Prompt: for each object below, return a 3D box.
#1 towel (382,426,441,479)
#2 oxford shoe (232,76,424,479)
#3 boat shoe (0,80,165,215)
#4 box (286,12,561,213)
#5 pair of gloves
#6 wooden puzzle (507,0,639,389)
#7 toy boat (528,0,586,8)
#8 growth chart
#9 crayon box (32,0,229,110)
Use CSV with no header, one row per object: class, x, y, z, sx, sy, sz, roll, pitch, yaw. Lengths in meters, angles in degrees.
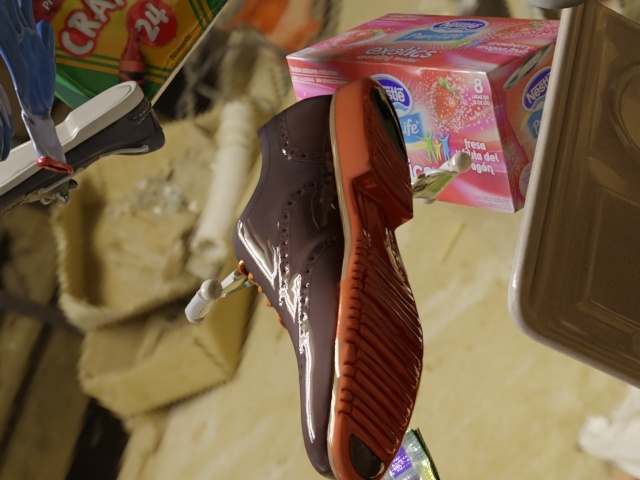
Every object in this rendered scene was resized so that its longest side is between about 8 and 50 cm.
towel,0.068,0.209,1.403,0.083,0.009,0.060,-38,67,36
oxford shoe,0.001,0.029,0.951,0.098,0.097,0.271,-14,51,21
boat shoe,-0.225,-0.054,1.340,0.206,0.065,0.075,-33,26,4
box,0.125,-0.135,1.572,0.154,0.142,0.300,-27,24,-32
pair of gloves,-0.214,-0.123,1.060,0.023,0.159,0.198,-16,-5,11
wooden puzzle,0.293,0.005,1.204,0.080,0.347,0.322,-42,26,50
toy boat,0.084,-0.239,0.971,0.148,0.267,0.318,-55,41,-3
growth chart,0.000,0.000,1.206,0.237,0.021,0.172,-27,-5,-4
crayon box,-0.262,-0.271,1.560,0.202,0.318,0.081,-55,5,-15
